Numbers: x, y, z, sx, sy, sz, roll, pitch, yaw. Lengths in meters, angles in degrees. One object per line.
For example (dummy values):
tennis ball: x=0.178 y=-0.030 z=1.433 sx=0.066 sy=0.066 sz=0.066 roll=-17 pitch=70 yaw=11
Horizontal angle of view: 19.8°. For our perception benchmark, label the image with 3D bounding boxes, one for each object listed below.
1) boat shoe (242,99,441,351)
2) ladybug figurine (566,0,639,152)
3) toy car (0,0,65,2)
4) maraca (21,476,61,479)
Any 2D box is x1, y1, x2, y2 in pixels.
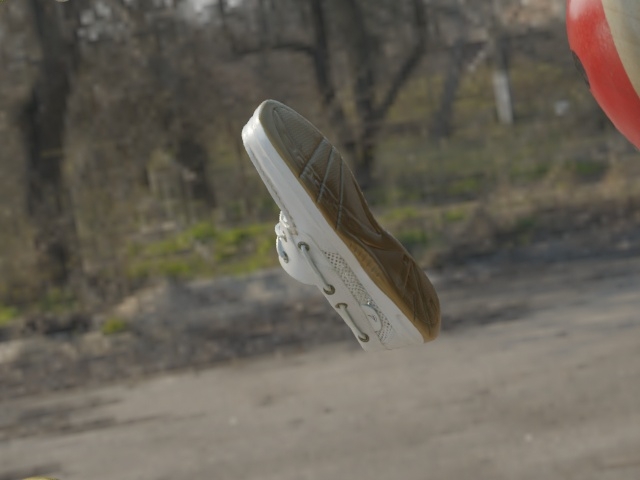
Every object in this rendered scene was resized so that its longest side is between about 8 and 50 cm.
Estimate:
boat shoe: x=0.000 y=0.000 z=1.662 sx=0.096 sy=0.277 sz=0.098 roll=-24 pitch=23 yaw=28
ladybug figurine: x=0.399 y=-0.165 z=1.823 sx=0.449 sy=0.305 sz=0.162 roll=36 pitch=-41 yaw=-25
toy car: x=-0.282 y=-0.282 z=1.666 sx=0.159 sy=0.136 sz=0.182 roll=-28 pitch=-2 yaw=-35
maraca: x=-0.243 y=0.259 z=1.507 sx=0.185 sy=0.127 sz=0.099 roll=-41 pitch=23 yaw=36
